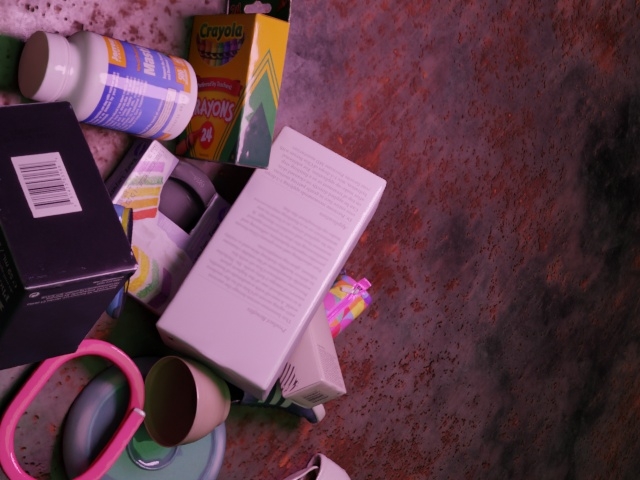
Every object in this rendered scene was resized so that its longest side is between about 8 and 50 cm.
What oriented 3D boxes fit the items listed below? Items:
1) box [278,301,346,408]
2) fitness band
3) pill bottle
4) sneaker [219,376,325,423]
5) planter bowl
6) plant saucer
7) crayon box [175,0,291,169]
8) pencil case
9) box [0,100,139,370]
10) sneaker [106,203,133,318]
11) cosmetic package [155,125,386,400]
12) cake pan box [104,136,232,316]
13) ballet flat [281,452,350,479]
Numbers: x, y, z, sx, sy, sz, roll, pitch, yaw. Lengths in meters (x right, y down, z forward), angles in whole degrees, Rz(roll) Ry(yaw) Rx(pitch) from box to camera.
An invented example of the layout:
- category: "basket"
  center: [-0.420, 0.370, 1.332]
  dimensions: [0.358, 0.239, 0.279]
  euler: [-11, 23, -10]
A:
- category: "box"
  center: [-0.040, 0.184, 1.939]
  dimensions: [0.113, 0.094, 0.275]
  euler: [40, 30, -53]
- category: "fitness band"
  center: [-0.436, 0.312, 1.714]
  dimensions: [0.209, 0.054, 0.291]
  euler: [38, 70, -11]
- category: "pill bottle"
  center: [-0.359, -0.266, 1.647]
  dimensions: [0.272, 0.152, 0.152]
  euler: [10, 92, -42]
- category: "sneaker"
  center: [-0.126, 0.299, 1.996]
  dimensions: [0.148, 0.131, 0.350]
  euler: [-45, 127, -6]
- category: "planter bowl"
  center: [-0.233, 0.291, 1.771]
  dimensions: [0.109, 0.162, 0.162]
  euler: [9, 93, -45]
- category: "plant saucer"
  center: [-0.316, 0.374, 1.818]
  dimensions: [0.317, 0.044, 0.317]
  euler: [5, 80, -28]
- category: "crayon box"
  center: [-0.161, -0.298, 1.780]
  dimensions: [0.081, 0.202, 0.318]
  euler: [6, 94, -41]
- category: "pencil case"
  center: [0.007, 0.170, 2.085]
  dimensions: [0.236, 0.104, 0.104]
  euler: [-45, 124, -25]
- category: "box"
  center: [-0.448, 0.001, 1.459]
  dimensions: [0.183, 0.294, 0.296]
  euler: [-12, 67, -37]
- category: "sneaker"
  center: [-0.370, 0.034, 1.684]
  dimensions: [0.082, 0.069, 0.209]
  euler: [5, 111, -5]
- category: "cosmetic package"
  center: [-0.086, 0.042, 1.827]
  dimensions: [0.230, 0.161, 0.453]
  euler: [30, 73, 6]
- category: "cake pan box"
  center: [-0.304, -0.023, 1.803]
  dimensions: [0.246, 0.070, 0.267]
  euler: [45, 70, -39]
- category: "ballet flat"
  center: [-0.096, 0.607, 2.086]
  dimensions: [0.400, 0.139, 0.139]
  euler: [-40, 122, -32]
